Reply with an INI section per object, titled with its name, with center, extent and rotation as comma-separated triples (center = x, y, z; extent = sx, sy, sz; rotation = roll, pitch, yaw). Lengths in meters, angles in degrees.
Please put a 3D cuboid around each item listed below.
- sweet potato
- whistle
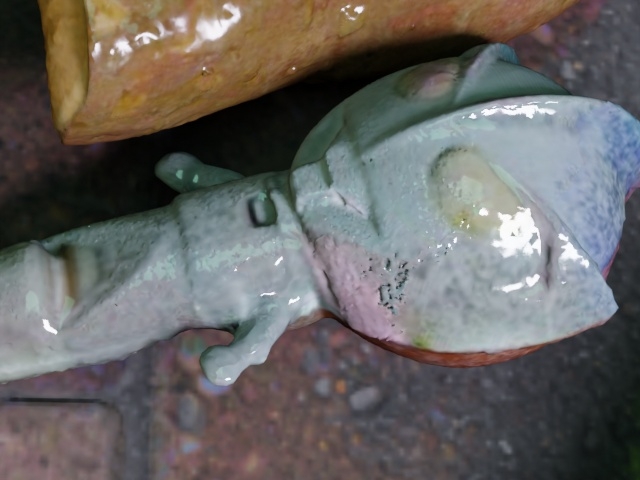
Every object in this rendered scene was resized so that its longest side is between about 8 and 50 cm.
[sweet potato]
center = 0.020, -0.138, 0.717
extent = 0.337, 0.131, 0.131
rotation = -16, 75, -24
[whistle]
center = 0.000, 0.001, 0.675
extent = 0.346, 0.133, 0.142
rotation = -15, 78, -1
